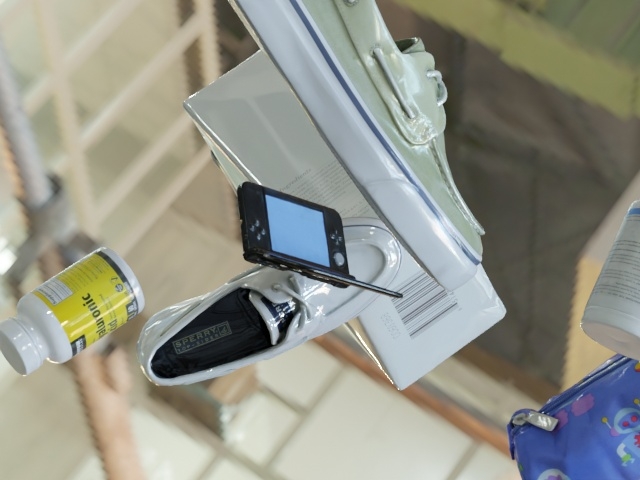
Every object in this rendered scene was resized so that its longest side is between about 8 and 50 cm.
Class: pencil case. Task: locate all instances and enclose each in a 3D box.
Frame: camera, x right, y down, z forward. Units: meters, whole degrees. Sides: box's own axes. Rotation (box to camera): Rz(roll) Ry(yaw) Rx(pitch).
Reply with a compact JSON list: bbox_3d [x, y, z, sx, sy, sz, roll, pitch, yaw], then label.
[{"bbox_3d":[0.312,0.148,1.871,0.306,0.119,0.133,-35,-55,24],"label":"pencil case"}]

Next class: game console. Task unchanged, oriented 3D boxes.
[{"bbox_3d":[0.000,0.000,1.638,0.071,0.107,0.122,-27,-31,37],"label":"game console"}]

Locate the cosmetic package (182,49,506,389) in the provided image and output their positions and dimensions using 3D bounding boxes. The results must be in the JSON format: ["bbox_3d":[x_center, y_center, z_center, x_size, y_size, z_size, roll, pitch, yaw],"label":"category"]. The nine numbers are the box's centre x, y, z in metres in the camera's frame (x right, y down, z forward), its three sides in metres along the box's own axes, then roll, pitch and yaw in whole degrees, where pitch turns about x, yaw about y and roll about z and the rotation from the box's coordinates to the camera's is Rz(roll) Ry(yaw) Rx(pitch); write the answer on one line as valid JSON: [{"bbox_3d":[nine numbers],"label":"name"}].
[{"bbox_3d":[0.021,-0.038,2.201,0.385,0.156,0.217,50,-9,45],"label":"cosmetic package"}]

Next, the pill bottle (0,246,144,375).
[{"bbox_3d":[-0.207,0.060,1.617,0.065,0.116,0.065,43,-26,28],"label":"pill bottle"}]

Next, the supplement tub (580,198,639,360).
[{"bbox_3d":[0.244,0.029,1.467,0.071,0.107,0.071,25,-15,7],"label":"supplement tub"}]

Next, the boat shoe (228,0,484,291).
[{"bbox_3d":[0.035,-0.102,1.341,0.302,0.094,0.109,55,1,-17],"label":"boat shoe"}]

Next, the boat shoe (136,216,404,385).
[{"bbox_3d":[-0.040,0.063,1.740,0.095,0.258,0.084,60,1,-11],"label":"boat shoe"}]
